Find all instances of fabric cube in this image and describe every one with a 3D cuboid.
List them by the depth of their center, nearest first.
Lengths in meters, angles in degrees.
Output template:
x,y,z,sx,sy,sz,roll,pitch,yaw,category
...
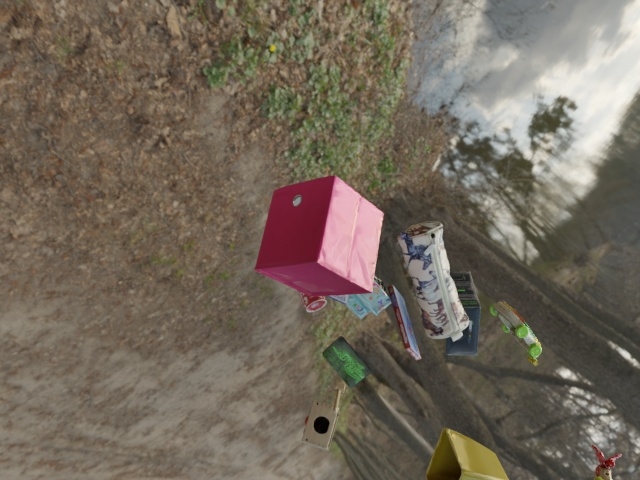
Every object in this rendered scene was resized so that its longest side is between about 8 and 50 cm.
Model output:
x,y,z,sx,sy,sz,roll,pitch,yaw,category
0.000,0.000,1.379,0.254,0.258,0.259,-8,152,41,fabric cube

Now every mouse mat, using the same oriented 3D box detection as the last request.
x,y,z,sx,sy,sz,roll,pitch,yaw,category
0.105,0.498,1.925,0.152,0.189,0.007,-50,166,33,mouse mat

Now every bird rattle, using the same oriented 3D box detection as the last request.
x,y,z,sx,sy,sz,roll,pitch,yaw,category
1.114,0.962,1.871,0.253,0.143,0.206,-58,155,-63,bird rattle

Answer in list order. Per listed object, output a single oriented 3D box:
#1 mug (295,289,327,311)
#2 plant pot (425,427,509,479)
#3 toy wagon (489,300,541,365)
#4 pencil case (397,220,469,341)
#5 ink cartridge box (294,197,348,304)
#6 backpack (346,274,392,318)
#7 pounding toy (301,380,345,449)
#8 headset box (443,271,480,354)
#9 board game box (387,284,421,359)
x,y,z,sx,sy,sz,roll,pitch,yaw,category
-0.058,0.189,1.878,0.113,0.169,0.150,-38,149,19,mug
0.488,0.784,1.551,0.212,0.187,0.212,-96,-160,-74,plant pot
0.923,0.433,2.181,0.068,0.344,0.267,-38,-165,4,toy wagon
0.400,0.141,1.661,0.160,0.410,0.183,-17,-174,1,pencil case
0.015,0.018,1.687,0.071,0.324,0.330,-11,116,-49,ink cartridge box
0.180,0.215,1.990,0.191,0.225,0.253,-42,-167,-8,backpack
0.008,0.537,1.476,0.181,0.094,0.206,82,24,-64,pounding toy
0.573,0.304,1.953,0.131,0.283,0.246,-2,119,8,headset box
0.337,0.329,1.901,0.027,0.281,0.145,-24,141,17,board game box
